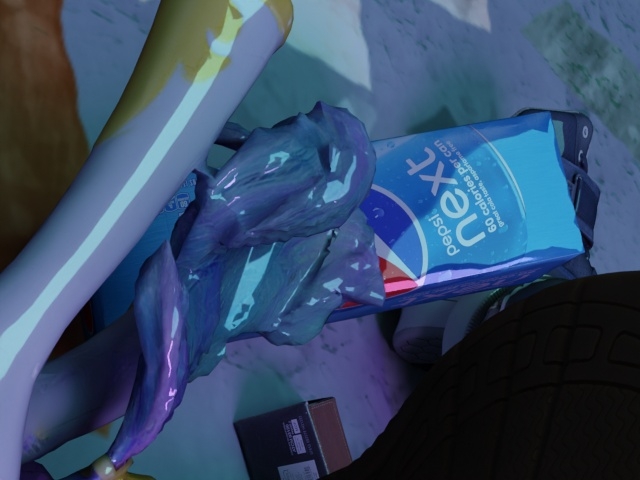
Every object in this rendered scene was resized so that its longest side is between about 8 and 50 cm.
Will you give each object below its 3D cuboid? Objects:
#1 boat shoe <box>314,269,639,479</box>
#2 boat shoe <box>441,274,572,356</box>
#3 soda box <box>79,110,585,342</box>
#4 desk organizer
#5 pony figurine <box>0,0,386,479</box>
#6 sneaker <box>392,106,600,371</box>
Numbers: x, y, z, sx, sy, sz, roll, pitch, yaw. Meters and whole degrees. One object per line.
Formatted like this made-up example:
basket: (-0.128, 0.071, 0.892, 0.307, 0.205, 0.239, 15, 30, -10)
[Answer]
boat shoe: (0.057, 0.104, 0.494, 0.098, 0.302, 0.109, 27, 53, -14)
boat shoe: (0.155, 0.157, 0.813, 0.109, 0.091, 0.305, -29, 103, -24)
soda box: (0.000, 0.000, 0.722, 0.210, 0.071, 0.067, -11, 81, -15)
desk organizer: (0.011, 0.136, 0.773, 0.050, 0.047, 0.130, -14, 85, -50)
pony figurine: (-0.134, 0.056, 0.477, 0.351, 0.303, 0.363, 45, 56, -7)
sneaker: (0.143, 0.021, 0.926, 0.226, 0.086, 0.163, 30, 57, -34)
